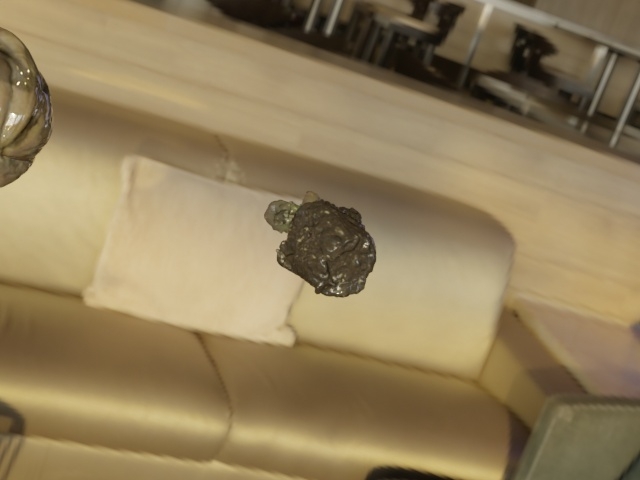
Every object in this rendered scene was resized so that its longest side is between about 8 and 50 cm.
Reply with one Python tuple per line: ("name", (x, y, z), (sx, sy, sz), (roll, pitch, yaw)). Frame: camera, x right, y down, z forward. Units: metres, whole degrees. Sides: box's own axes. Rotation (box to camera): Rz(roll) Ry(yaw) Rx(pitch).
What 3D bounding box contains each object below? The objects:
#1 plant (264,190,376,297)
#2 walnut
("plant", (0.000, 0.000, 1.812), (0.142, 0.131, 0.203), (15, 25, -30))
("walnut", (-0.440, -0.174, 1.406), (0.224, 0.224, 0.224), (19, 14, -5))
